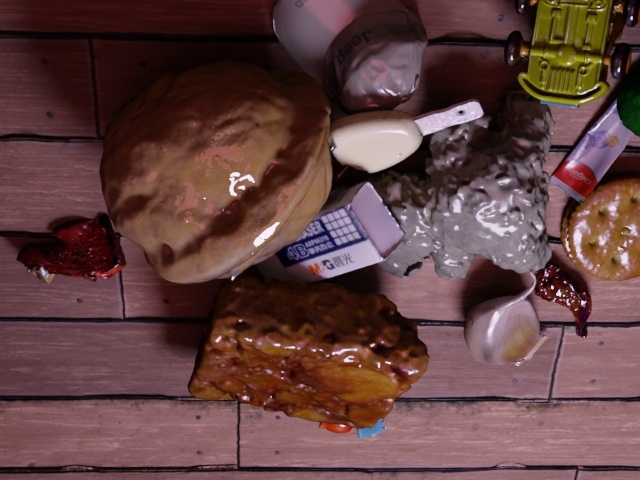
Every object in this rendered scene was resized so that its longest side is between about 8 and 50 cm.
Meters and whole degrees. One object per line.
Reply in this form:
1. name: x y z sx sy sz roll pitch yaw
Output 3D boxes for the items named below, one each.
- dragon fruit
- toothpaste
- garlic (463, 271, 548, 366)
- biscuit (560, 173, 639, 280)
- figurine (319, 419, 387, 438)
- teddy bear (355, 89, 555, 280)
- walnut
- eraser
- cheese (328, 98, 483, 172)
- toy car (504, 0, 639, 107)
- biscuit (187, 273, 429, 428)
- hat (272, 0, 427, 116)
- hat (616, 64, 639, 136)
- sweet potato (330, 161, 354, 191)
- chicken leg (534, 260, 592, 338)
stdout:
1. dragon fruit: -0.461 0.028 1.742 0.192 0.092 0.122 -1 118 -2
2. toothpaste: 0.527 -0.205 1.696 0.075 0.048 0.301 33 112 0
3. garlic: 0.344 0.156 1.815 0.148 0.128 0.266 -47 154 -14
4. biscuit: 0.562 -0.026 1.787 0.220 0.066 0.220 -2 115 -4
5. figurine: 0.065 0.369 1.964 0.140 0.075 0.068 -5 119 -3
6. teddy bear: 0.228 -0.076 1.692 0.368 0.224 0.357 0 121 14
7. walnut: -0.167 -0.114 1.530 0.384 0.383 0.383 -1 118 -2
8. eraser: 0.000 0.000 1.682 0.287 0.086 0.130 -18 112 44
9. cheese: 0.143 -0.179 1.567 0.255 0.050 0.127 -14 141 19
10. toy car: 0.417 -0.342 1.556 0.200 0.142 0.247 15 103 19
11. biscuit: -0.032 0.204 1.756 0.395 0.166 0.342 13 146 -10
12. hat: 0.046 -0.324 1.565 0.245 0.149 0.214 32 112 -30
13. hat: 0.680 -0.209 1.554 0.400 0.285 0.285 32 112 -29
14. sweet potato: 0.042 -0.136 1.714 0.041 0.038 0.153 13 117 -36
15. chicken leg: 0.487 0.115 1.868 0.093 0.053 0.205 -31 110 38
